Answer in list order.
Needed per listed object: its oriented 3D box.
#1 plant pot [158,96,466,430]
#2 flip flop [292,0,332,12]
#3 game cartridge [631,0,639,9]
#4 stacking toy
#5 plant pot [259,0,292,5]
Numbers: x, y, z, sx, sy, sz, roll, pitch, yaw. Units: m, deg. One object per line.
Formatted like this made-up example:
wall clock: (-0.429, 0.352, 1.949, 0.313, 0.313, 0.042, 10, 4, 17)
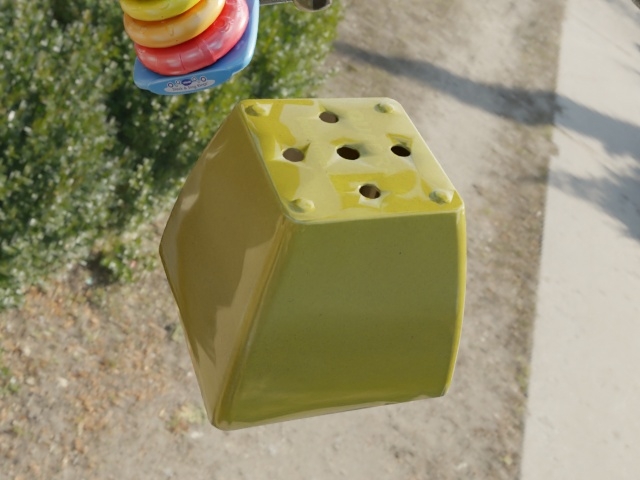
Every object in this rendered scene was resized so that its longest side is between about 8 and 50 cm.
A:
plant pot: (0.000, 0.000, 0.734, 0.212, 0.187, 0.212, -5, 45, -22)
flip flop: (-0.044, -0.271, 0.725, 0.080, 0.112, 0.277, -12, 46, 0)
game cartridge: (0.333, -0.191, 0.616, 0.294, 0.196, 0.060, 34, 4, -22)
stacking toy: (-0.204, -0.343, 1.129, 0.302, 0.175, 0.165, 64, 23, -50)
plant pot: (-0.061, -0.436, 1.412, 0.109, 0.109, 0.096, -7, 26, -1)
